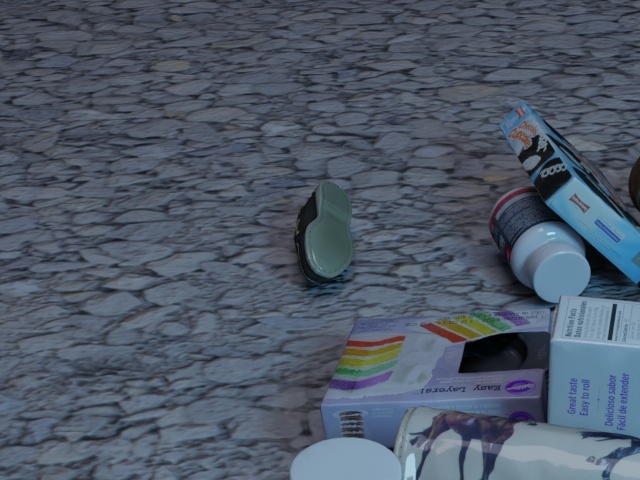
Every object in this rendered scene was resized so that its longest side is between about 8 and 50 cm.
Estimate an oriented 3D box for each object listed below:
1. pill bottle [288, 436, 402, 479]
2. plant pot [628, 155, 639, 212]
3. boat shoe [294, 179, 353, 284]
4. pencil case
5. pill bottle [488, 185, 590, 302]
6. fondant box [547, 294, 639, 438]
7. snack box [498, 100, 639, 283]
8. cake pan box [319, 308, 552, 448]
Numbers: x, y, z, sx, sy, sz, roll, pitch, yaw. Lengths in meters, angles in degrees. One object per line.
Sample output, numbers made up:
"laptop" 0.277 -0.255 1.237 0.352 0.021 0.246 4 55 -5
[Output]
"pill bottle" 0.026 0.304 1.243 0.131 0.229 0.131 -2 29 1
"plant pot" 0.535 -0.041 1.904 0.167 0.167 0.165 -1 36 3
"boat shoe" 0.000 0.000 1.967 0.081 0.068 0.227 34 31 -15
"pencil case" 0.273 0.281 1.337 0.410 0.183 0.160 6 4 14
"pill bottle" 0.310 0.008 1.876 0.108 0.108 0.180 -7 29 -7
"fondant box" 0.406 0.193 1.400 0.330 0.238 0.096 6 32 15
"snack box" 0.372 -0.077 1.940 0.060 0.187 0.322 -46 21 15
"cake pan box" 0.151 0.164 1.593 0.267 0.070 0.245 -4 22 15
